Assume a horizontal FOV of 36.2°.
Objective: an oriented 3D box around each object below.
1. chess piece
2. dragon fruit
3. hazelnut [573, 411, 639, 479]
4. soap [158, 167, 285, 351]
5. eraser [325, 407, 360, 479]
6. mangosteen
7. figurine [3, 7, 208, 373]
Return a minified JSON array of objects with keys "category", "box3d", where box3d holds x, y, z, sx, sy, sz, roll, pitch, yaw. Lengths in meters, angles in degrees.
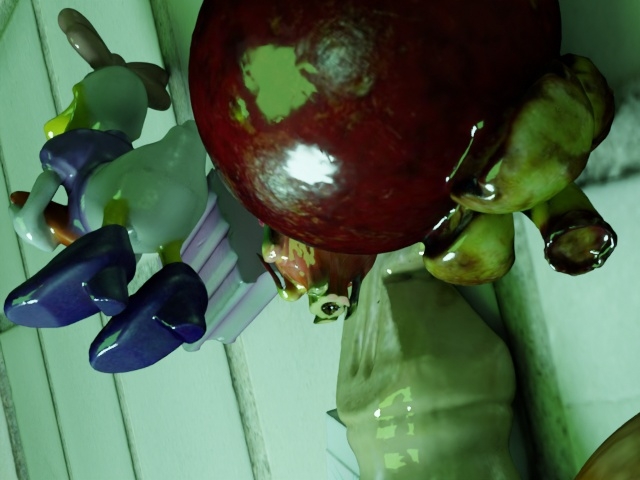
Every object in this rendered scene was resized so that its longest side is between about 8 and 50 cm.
[{"category":"chess piece","box3d":[0.068,0.091,0.669,0.137,0.137,0.301,143,123,-59]},{"category":"dragon fruit","box3d":[0.002,0.000,0.649,0.086,0.081,0.116,-41,39,16]},{"category":"hazelnut","box3d":[0.188,0.133,0.427,0.150,0.150,0.150,32,127,54]},{"category":"soap","box3d":[-0.098,0.023,0.977,0.203,0.065,0.122,-47,57,57]},{"category":"eraser","box3d":[0.049,0.255,0.812,0.095,0.052,0.225,26,122,58]},{"category":"mangosteen","box3d":[0.054,-0.075,0.526,0.257,0.215,0.215,41,137,28]},{"category":"figurine","box3d":[-0.195,-0.067,0.923,0.193,0.154,0.421,-46,38,13]}]
